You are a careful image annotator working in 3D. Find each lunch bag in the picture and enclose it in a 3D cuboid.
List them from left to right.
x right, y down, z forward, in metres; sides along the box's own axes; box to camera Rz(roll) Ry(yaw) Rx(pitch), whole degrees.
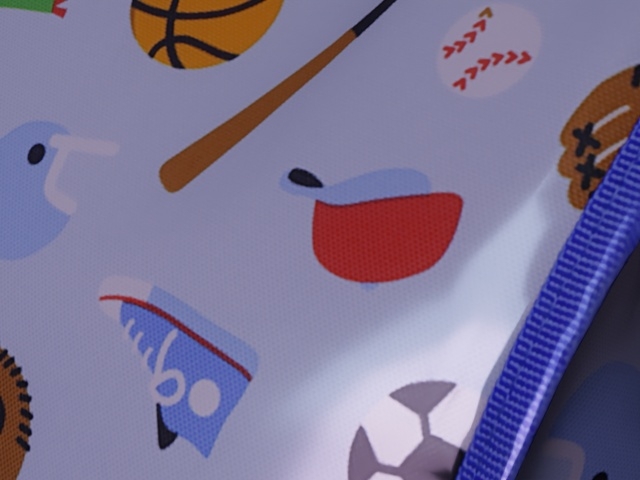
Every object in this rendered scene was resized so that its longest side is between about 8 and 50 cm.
[{"bbox_3d":[0.000,0.000,0.496,0.328,0.239,0.385,26,100,36],"label":"lunch bag"}]
